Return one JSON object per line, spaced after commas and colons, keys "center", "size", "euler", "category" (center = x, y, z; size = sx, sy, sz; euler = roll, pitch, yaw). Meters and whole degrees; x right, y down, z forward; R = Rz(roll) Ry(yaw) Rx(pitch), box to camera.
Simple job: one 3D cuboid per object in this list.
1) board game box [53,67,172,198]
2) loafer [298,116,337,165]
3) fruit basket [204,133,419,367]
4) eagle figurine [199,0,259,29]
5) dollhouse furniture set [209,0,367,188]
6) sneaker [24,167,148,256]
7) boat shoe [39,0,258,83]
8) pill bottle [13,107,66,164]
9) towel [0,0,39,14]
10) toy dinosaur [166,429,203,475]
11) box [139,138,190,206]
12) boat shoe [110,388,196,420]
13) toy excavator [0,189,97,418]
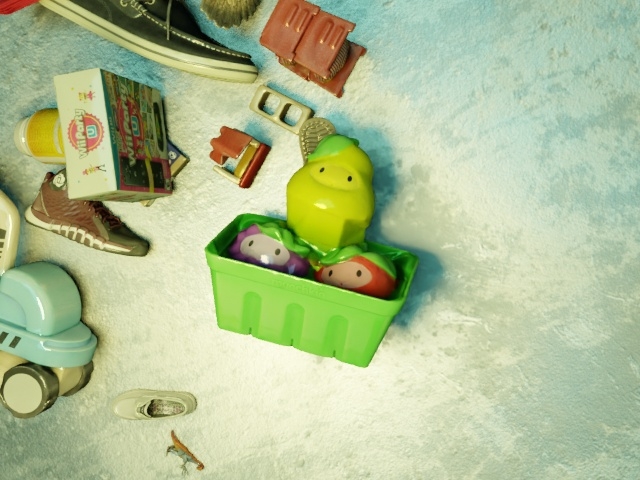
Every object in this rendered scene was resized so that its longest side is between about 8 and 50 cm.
{"center": [-0.386, -0.190, 1.746], "size": [0.098, 0.303, 0.223], "euler": [-8, 90, 11], "category": "board game box"}
{"center": [0.012, -0.116, 1.823], "size": [0.102, 0.092, 0.268], "euler": [-2, 106, 6], "category": "loafer"}
{"center": [0.000, 0.000, 1.674], "size": [0.392, 0.283, 0.391], "euler": [4, 110, 12], "category": "fruit basket"}
{"center": [-0.196, -0.592, 1.784], "size": [0.225, 0.226, 0.298], "euler": [-46, 56, 33], "category": "eagle figurine"}
{"center": [-0.071, -0.264, 1.777], "size": [0.152, 0.201, 0.374], "euler": [29, 95, 9], "category": "dollhouse furniture set"}
{"center": [-0.471, -0.073, 1.904], "size": [0.282, 0.106, 0.162], "euler": [19, 91, 10], "category": "sneaker"}
{"center": [-0.338, -0.452, 1.836], "size": [0.500, 0.187, 0.156], "euler": [28, 101, 14], "category": "boat shoe"}
{"center": [-0.531, -0.214, 1.878], "size": [0.209, 0.118, 0.117], "euler": [4, 92, 38], "category": "pill bottle"}
{"center": [-0.561, -0.593, 1.863], "size": [0.199, 0.031, 0.274], "euler": [-6, 63, 38], "category": "towel"}
{"center": [-0.280, 0.448, 1.908], "size": [0.082, 0.047, 0.090], "euler": [12, 82, -8], "category": "toy dinosaur"}
{"center": [-0.400, -0.195, 1.923], "size": [0.225, 0.036, 0.136], "euler": [43, 98, 8], "category": "box"}
{"center": [-0.354, 0.348, 1.906], "size": [0.184, 0.063, 0.066], "euler": [2, 91, 10], "category": "boat shoe"}
{"center": [-0.638, 0.076, 1.862], "size": [0.433, 0.222, 0.445], "euler": [19, 97, 8], "category": "toy excavator"}
